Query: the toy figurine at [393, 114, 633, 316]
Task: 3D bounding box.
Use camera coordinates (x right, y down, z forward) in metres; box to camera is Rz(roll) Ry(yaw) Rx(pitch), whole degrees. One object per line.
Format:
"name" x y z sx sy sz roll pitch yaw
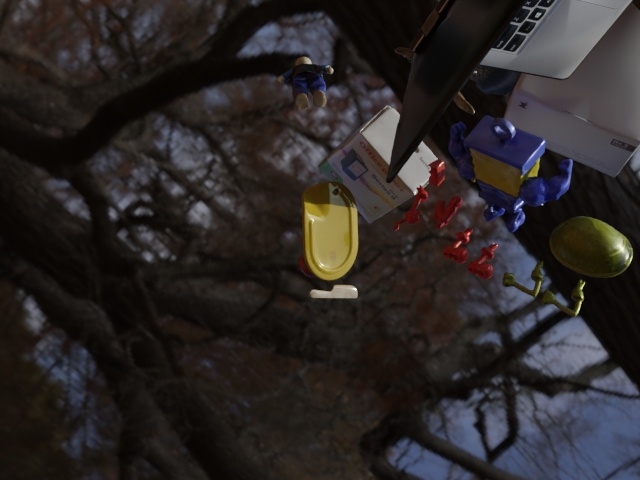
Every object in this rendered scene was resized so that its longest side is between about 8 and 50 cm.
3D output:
"toy figurine" 0.282 -0.077 1.627 0.362 0.217 0.191 30 -124 32

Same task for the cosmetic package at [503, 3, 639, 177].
"cosmetic package" 0.463 -0.324 1.758 0.385 0.217 0.156 -62 173 -15

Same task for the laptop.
"laptop" 0.273 -0.254 1.098 0.382 0.408 0.236 -53 -132 38

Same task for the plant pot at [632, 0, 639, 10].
"plant pot" 0.596 -0.472 1.491 0.280 0.323 0.323 5 -126 46

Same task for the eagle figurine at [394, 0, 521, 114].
"eagle figurine" 0.267 -0.365 2.114 0.225 0.226 0.298 -7 -168 34

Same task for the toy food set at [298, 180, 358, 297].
"toy food set" 0.000 0.000 1.982 0.071 0.128 0.218 7 -79 50

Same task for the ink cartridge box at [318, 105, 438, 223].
"ink cartridge box" 0.108 -0.138 2.024 0.093 0.154 0.212 -45 -174 -26

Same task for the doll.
"doll" -0.034 -0.346 2.345 0.129 0.046 0.189 -9 -144 2
